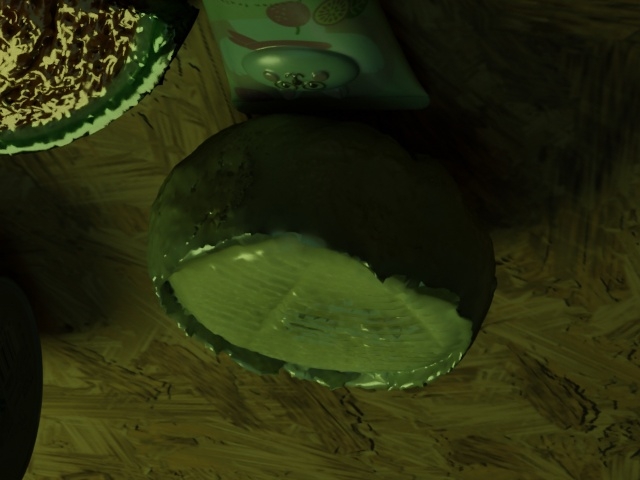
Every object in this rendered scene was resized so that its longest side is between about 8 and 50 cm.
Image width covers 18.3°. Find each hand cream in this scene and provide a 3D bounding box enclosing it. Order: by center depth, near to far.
[{"bbox_3d":[-0.027,-0.174,1.307,0.147,0.093,0.306,-2,150,16],"label":"hand cream"}]

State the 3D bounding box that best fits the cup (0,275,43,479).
[{"bbox_3d":[-0.409,0.128,1.692,0.327,0.237,0.323,1,171,14],"label":"cup"}]

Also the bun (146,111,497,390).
[{"bbox_3d":[0.000,0.000,1.455,0.259,0.152,0.259,9,155,4],"label":"bun"}]

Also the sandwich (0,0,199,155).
[{"bbox_3d":[-0.199,-0.141,1.399,0.159,0.079,0.235,38,133,-14],"label":"sandwich"}]
